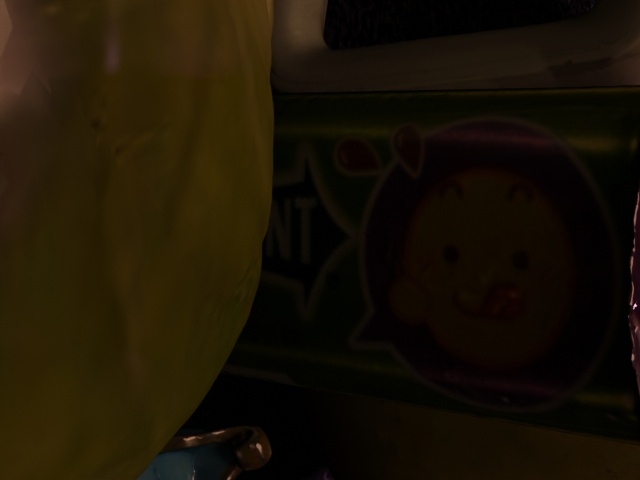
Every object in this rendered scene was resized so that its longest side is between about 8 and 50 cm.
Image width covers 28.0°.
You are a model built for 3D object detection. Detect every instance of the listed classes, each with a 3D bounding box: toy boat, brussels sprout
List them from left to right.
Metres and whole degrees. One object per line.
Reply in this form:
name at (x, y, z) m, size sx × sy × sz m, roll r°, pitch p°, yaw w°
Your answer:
brussels sprout at (-0.161, -0.055, 0.422) m, size 0.344 × 0.268 × 0.344 m, roll 40°, pitch 44°, yaw -53°
toy boat at (-0.098, 0.155, 0.651) m, size 0.185 × 0.077 × 0.075 m, roll -44°, pitch 123°, yaw -45°

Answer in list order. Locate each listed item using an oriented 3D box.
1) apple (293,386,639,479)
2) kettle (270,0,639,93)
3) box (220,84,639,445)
apple at (0.158, 0.043, 0.807) m, size 0.357 × 0.357 × 0.357 m, roll 0°, pitch 90°, yaw -54°
kettle at (0.043, -0.216, 0.646) m, size 0.205 × 0.318 × 0.265 m, roll 60°, pitch 44°, yaw -36°
box at (0.000, 0.000, 0.562) m, size 0.097 × 0.345 × 0.134 m, roll -11°, pitch 103°, yaw -49°
